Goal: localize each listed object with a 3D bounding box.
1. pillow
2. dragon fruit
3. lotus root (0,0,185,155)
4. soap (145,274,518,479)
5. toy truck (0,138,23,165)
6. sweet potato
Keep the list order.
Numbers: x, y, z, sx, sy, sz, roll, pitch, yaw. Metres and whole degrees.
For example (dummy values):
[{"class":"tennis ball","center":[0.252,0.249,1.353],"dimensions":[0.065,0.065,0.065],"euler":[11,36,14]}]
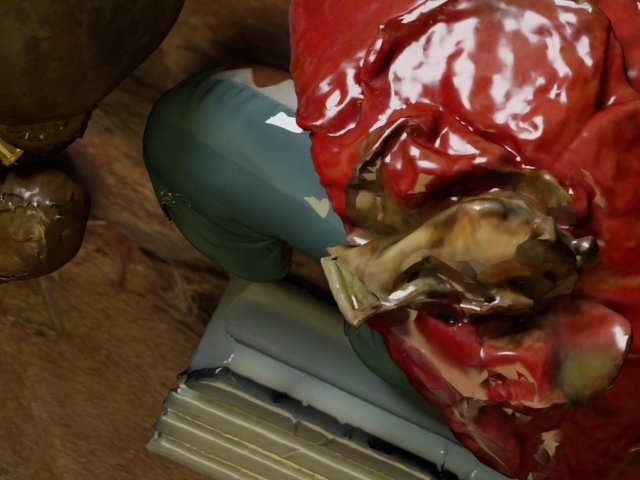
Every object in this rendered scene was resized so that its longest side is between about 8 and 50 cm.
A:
[{"class":"pillow","center":[0.000,0.000,0.753],"dimensions":[0.233,0.086,0.214],"euler":[32,155,6]},{"class":"dragon fruit","center":[0.123,-0.010,0.602],"dimensions":[0.317,0.205,0.152],"euler":[43,130,-16]},{"class":"lotus root","center":[-0.136,-0.162,0.605],"dimensions":[0.173,0.173,0.309],"euler":[9,133,17]},{"class":"soap","center":[0.031,0.129,0.899],"dimensions":[0.261,0.094,0.150],"euler":[25,146,-3]},{"class":"toy truck","center":[-0.212,-0.079,0.817],"dimensions":[0.054,0.049,0.083],"euler":[-25,121,40]},{"class":"sweet potato","center":[-0.235,-0.003,0.904],"dimensions":[0.233,0.062,0.081],"euler":[-8,115,36]}]
